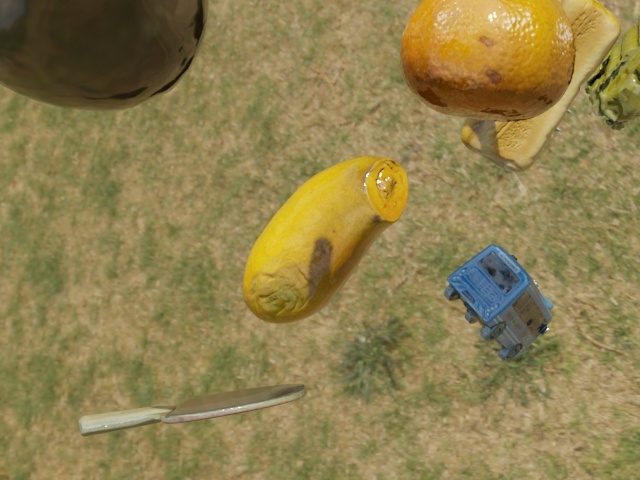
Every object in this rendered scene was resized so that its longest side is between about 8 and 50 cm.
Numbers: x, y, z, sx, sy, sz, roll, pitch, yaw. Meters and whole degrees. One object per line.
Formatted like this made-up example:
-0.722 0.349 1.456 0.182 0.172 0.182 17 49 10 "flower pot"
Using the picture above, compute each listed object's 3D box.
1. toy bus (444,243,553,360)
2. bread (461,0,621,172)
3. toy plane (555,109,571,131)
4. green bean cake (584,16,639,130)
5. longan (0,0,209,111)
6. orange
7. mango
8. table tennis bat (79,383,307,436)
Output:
0.313 0.108 1.474 0.134 0.246 0.113 -43 58 4 "toy bus"
0.350 -0.257 1.384 0.305 0.142 0.091 -58 22 21 "bread"
0.368 -0.298 1.699 0.212 0.267 0.088 -62 16 2 "toy plane"
0.725 -0.309 1.733 0.310 0.202 0.285 36 125 2 "green bean cake"
-0.189 -0.211 0.646 0.215 0.246 0.246 -46 52 10 "longan"
0.203 -0.234 1.053 0.224 0.224 0.170 14 96 42 "orange"
0.001 -0.004 1.337 0.359 0.144 0.187 -48 34 25 "mango"
-0.136 0.179 0.920 0.246 0.138 0.022 -10 87 2 "table tennis bat"
